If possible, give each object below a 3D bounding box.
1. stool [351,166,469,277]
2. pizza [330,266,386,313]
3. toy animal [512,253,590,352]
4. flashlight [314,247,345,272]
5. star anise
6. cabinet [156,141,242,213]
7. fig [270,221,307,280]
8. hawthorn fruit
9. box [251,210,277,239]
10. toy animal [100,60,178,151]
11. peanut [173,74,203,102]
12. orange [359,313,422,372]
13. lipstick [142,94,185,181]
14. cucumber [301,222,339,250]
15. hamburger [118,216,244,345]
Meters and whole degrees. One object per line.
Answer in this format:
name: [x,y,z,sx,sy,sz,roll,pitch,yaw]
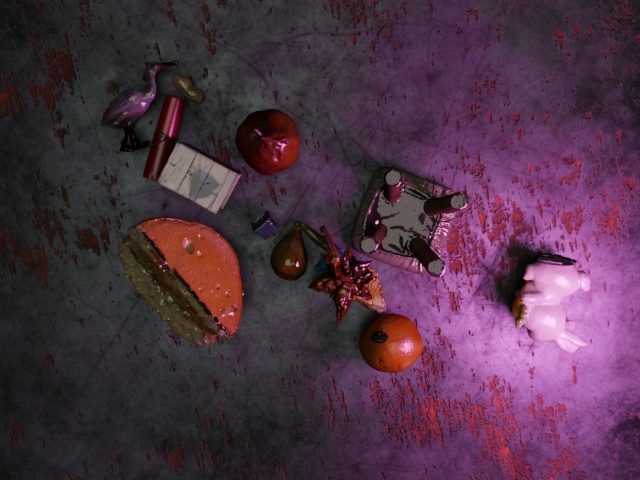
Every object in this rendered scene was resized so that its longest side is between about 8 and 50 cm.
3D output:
stool: [0.276,-0.054,1.866,0.310,0.226,0.310,19,97,-1]
pizza: [0.129,0.146,1.969,0.226,0.069,0.147,18,90,6]
toy animal: [0.744,0.205,1.921,0.247,0.183,0.310,2,98,0]
flashlight: [0.034,0.069,1.951,0.129,0.051,0.051,-35,97,27]
star anise: [0.052,0.099,1.849,0.237,0.148,0.346,1,127,21]
cabinet: [-0.379,-0.200,1.879,0.206,0.150,0.145,28,96,-4]
fig: [-0.107,0.037,1.943,0.127,0.133,0.184,-22,58,17]
hawthorn fruit: [-0.168,-0.307,1.818,0.208,0.248,0.208,0,94,5]
box: [-0.180,-0.047,1.930,0.074,0.099,0.054,-42,111,5]
toy animal: [-0.580,-0.435,1.871,0.195,0.090,0.324,21,93,11]
peanut: [-0.423,-0.485,1.893,0.113,0.054,0.054,42,95,-8]
orange: [0.228,0.337,1.934,0.206,0.206,0.206,0,97,0]
lipstick: [-0.502,-0.325,1.902,0.073,0.073,0.279,17,98,-2]
cucumber: [0.000,0.000,1.964,0.168,0.039,0.039,36,96,-4]
hamburger: [-0.405,0.103,1.871,0.445,0.287,0.268,52,135,-8]
